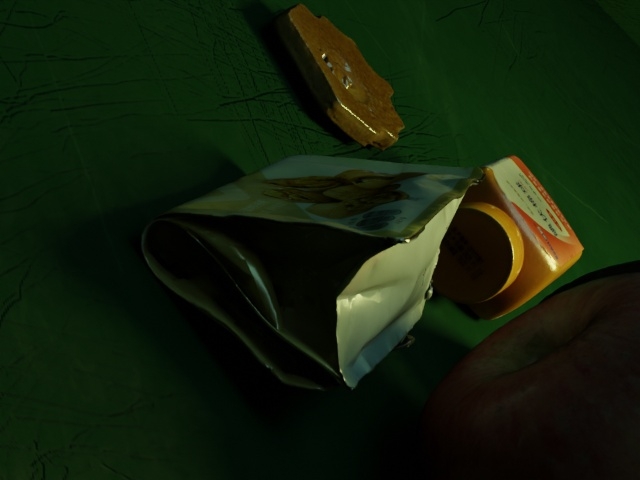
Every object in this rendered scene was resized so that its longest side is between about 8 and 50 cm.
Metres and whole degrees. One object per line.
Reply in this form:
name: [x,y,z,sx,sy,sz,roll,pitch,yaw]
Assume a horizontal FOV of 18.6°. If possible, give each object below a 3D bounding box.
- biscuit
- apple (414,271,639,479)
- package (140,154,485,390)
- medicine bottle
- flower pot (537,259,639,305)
biscuit: [0.025,-0.175,2.157,0.182,0.034,0.215,61,20,18]
apple: [0.252,0.189,1.682,0.269,0.345,0.345,61,19,-12]
package: [0.003,0.033,1.665,0.311,0.221,0.165,-34,127,-71]
medicine bottle: [0.185,0.000,2.107,0.149,0.112,0.222,55,20,4]
flower pot: [0.373,0.208,1.960,0.379,0.379,0.251,34,49,-41]
